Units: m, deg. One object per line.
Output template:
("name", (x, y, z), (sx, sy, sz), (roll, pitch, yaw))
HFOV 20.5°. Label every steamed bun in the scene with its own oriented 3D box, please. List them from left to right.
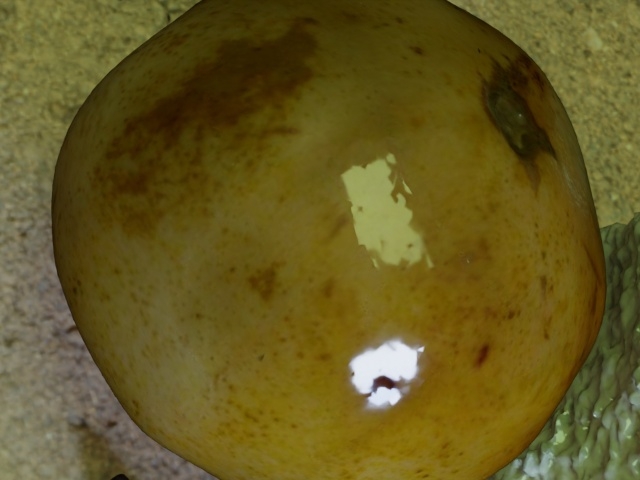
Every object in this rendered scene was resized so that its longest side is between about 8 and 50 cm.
("steamed bun", (0.274, 0.128, 1.406), (0.273, 0.272, 0.290), (22, 65, -14))

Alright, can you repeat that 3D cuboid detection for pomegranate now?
("pomegranate", (0.000, 0.000, 1.293), (0.416, 0.416, 0.417), (9, 65, -19))

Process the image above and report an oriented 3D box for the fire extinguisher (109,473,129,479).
("fire extinguisher", (-0.111, 0.253, 1.321), (0.049, 0.035, 0.173), (-36, 82, -35))
